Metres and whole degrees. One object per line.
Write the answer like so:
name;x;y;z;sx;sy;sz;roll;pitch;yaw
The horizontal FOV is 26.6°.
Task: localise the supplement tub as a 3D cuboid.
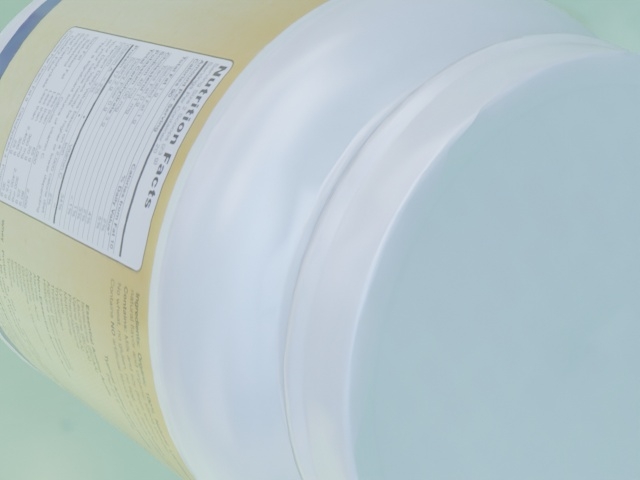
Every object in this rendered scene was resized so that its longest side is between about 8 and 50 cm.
supplement tub;0.000;0.000;0.565;0.316;0.228;0.228;22;86;53
